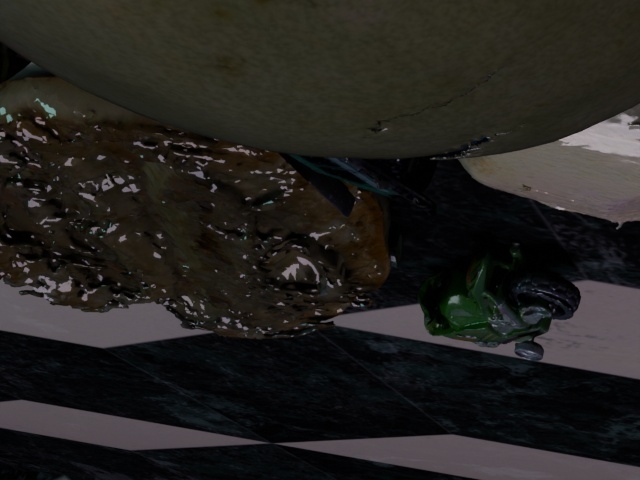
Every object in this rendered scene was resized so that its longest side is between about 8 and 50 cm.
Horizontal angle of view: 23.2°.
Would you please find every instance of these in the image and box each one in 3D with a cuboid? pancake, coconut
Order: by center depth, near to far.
[{"bbox_3d":[0.137,-0.086,0.725,0.162,0.161,0.161,20,162,-2],"label":"coconut"},{"bbox_3d":[-0.130,-0.016,1.190,0.382,0.071,0.382,10,154,5],"label":"pancake"}]

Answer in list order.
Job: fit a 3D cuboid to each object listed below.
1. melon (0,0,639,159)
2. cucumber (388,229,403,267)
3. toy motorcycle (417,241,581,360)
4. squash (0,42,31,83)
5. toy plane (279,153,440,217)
[{"bbox_3d":[0.003,-0.156,0.399,0.268,0.268,0.330,-6,161,41],"label":"melon"},{"bbox_3d":[0.000,0.000,1.268,0.133,0.032,0.032,7,162,12],"label":"cucumber"},{"bbox_3d":[0.142,0.051,1.305,0.106,0.074,0.190,22,161,-9],"label":"toy motorcycle"},{"bbox_3d":[-0.180,-0.147,0.651,0.193,0.193,0.156,15,-166,-17],"label":"squash"},{"bbox_3d":[-0.035,-0.098,0.877,0.155,0.106,0.382,8,169,38],"label":"toy plane"}]
